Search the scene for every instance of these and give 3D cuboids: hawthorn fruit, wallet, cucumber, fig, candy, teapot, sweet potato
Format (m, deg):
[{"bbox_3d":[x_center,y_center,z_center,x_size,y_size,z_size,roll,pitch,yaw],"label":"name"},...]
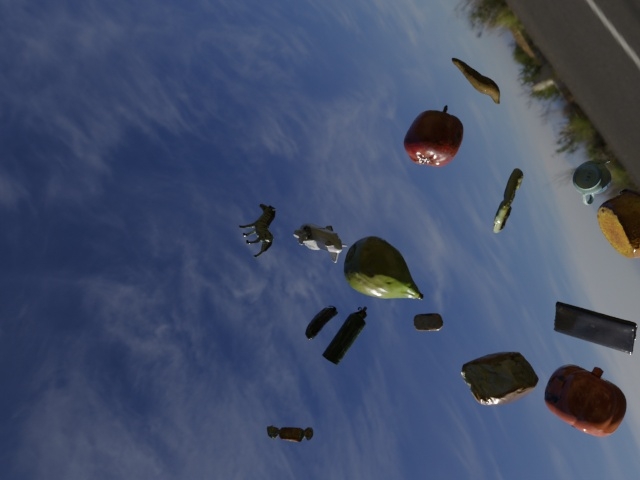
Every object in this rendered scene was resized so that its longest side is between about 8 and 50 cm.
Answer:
[{"bbox_3d":[0.543,-0.497,2.261,0.275,0.300,0.275,17,-164,-5],"label":"hawthorn fruit"},{"bbox_3d":[1.192,0.375,2.075,0.044,0.321,0.171,-34,-56,-34],"label":"wallet"},{"bbox_3d":[-0.005,0.353,2.058,0.067,0.067,0.245,58,-148,0],"label":"cucumber"},{"bbox_3d":[0.245,0.102,1.791,0.233,0.314,0.233,6,-90,-85],"label":"fig"},{"bbox_3d":[-0.110,0.708,1.739,0.046,0.182,0.053,64,-151,-51],"label":"candy"},{"bbox_3d":[1.284,-0.281,2.223,0.158,0.232,0.159,16,-169,-3],"label":"teapot"},{"bbox_3d":[0.583,-0.594,1.755,0.249,0.059,0.069,35,-150,-8],"label":"sweet potato"}]

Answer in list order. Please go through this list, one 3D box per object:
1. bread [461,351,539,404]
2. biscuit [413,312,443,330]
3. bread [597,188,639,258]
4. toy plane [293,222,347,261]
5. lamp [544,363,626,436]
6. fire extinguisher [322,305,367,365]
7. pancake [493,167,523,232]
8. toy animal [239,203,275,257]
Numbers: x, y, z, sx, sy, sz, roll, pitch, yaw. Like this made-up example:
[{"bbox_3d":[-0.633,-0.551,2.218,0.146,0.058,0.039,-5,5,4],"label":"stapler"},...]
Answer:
[{"bbox_3d":[0.818,0.622,2.152,0.250,0.279,0.225,8,-122,-47],"label":"bread"},{"bbox_3d":[0.441,0.335,1.954,0.018,0.147,0.071,0,-100,-43],"label":"biscuit"},{"bbox_3d":[1.346,-0.071,2.063,0.312,0.172,0.312,-23,-90,-81],"label":"bread"},{"bbox_3d":[0.001,-0.004,2.063,0.252,0.118,0.252,14,-165,-4],"label":"toy plane"},{"bbox_3d":[0.684,0.401,1.226,0.187,0.164,0.187,26,-178,-1],"label":"lamp"},{"bbox_3d":[0.133,0.444,2.270,0.095,0.311,0.114,34,175,10],"label":"fire extinguisher"},{"bbox_3d":[0.685,-0.142,1.733,0.037,0.254,0.253,21,-161,23],"label":"pancake"},{"bbox_3d":[-0.247,-0.046,2.034,0.073,0.176,0.217,76,168,-58],"label":"toy animal"}]
